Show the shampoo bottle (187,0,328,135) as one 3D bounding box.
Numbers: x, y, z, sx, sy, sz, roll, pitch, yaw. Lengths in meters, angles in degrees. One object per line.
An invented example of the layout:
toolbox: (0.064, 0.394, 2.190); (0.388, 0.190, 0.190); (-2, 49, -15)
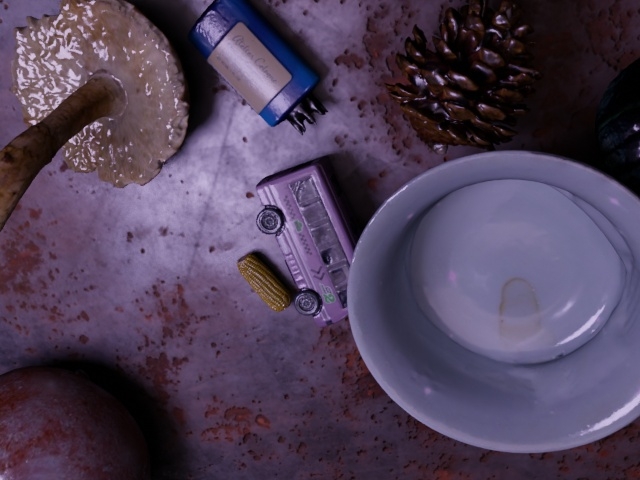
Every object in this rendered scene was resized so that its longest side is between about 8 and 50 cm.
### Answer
shampoo bottle: (-0.069, -0.205, 0.795); (0.087, 0.050, 0.183); (-42, 97, 19)

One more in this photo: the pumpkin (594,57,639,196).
pumpkin: (0.377, -0.103, 0.676); (0.202, 0.202, 0.140); (35, 156, -3)

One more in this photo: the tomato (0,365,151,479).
tomato: (-0.400, 0.336, 0.948); (0.316, 0.282, 0.317); (9, 122, 15)

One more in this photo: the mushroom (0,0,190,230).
mushroom: (-0.261, -0.122, 0.751); (0.208, 0.302, 0.233); (23, 132, -32)

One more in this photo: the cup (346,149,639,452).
cup: (0.216, 0.051, 0.762); (0.347, 0.163, 0.347); (6, 111, 15)

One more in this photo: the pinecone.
pinecone: (0.156, -0.173, 0.703); (0.173, 0.173, 0.174); (4, 110, 10)

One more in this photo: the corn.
corn: (-0.076, 0.056, 0.900); (0.037, 0.037, 0.092); (-37, 100, 21)

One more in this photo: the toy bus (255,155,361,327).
toy bus: (0.000, 0.000, 0.834); (0.108, 0.096, 0.199); (-21, 101, 13)
